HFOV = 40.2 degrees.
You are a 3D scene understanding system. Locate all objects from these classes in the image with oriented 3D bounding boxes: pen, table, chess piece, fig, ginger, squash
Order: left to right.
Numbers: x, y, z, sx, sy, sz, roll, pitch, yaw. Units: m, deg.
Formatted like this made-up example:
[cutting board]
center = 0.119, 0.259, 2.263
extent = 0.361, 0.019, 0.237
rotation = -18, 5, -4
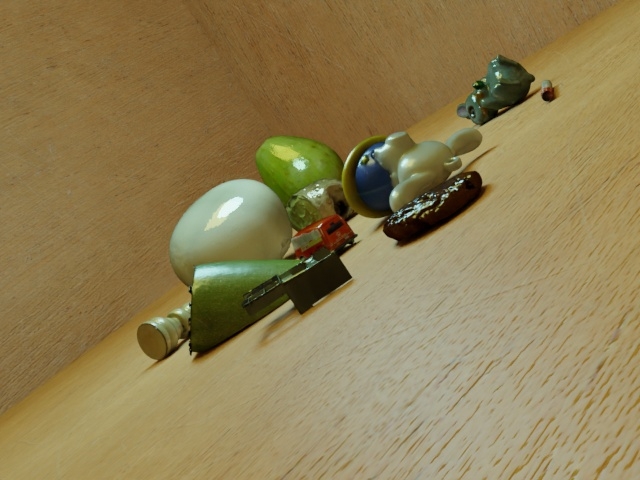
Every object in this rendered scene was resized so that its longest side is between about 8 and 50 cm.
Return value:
[chess piece]
center = -0.327, 0.197, 1.999
extent = 0.094, 0.094, 0.170
rotation = -29, 1, 42
[squash]
center = -0.122, 0.130, 1.695
extent = 0.260, 0.189, 0.189
rotation = 2, 3, -6
[table]
center = -0.043, 0.080, 1.466
extent = 0.175, 0.062, 0.146
rotation = -33, 6, -3
[fig]
center = -0.072, -0.235, 2.949
extent = 0.258, 0.326, 0.258
rotation = -47, -20, -23
[ginger]
center = 0.016, -0.099, 2.282
extent = 0.221, 0.130, 0.275
rotation = -27, 6, -39
[pen]
center = 0.517, -0.342, 1.994
extent = 0.028, 0.028, 0.239
rotation = -32, 6, 21

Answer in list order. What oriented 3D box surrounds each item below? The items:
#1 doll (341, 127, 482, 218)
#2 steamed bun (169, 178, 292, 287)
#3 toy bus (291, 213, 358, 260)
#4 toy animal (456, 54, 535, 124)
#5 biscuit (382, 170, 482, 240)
[doll]
center = 0.177, -0.163, 1.765
extent = 0.311, 0.160, 0.242
rotation = -33, 4, -27
[steamed bun]
center = -0.236, -0.015, 2.185
extent = 0.324, 0.206, 0.324
rotation = -30, 29, 19
[toy bus]
center = 0.000, 0.000, 1.799
extent = 0.079, 0.077, 0.174
rotation = -36, 7, -26
[toy animal]
center = 0.442, -0.366, 2.296
extent = 0.125, 0.127, 0.251
rotation = -52, 1, -34
[biscuit]
center = 0.184, -0.059, 1.434
extent = 0.192, 0.049, 0.192
rotation = -29, 7, 4
